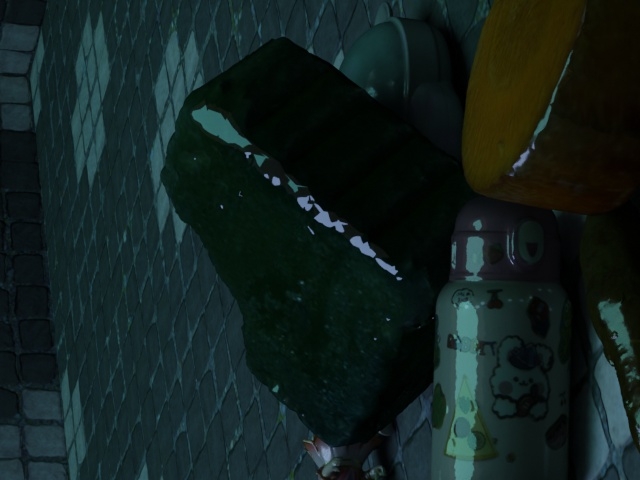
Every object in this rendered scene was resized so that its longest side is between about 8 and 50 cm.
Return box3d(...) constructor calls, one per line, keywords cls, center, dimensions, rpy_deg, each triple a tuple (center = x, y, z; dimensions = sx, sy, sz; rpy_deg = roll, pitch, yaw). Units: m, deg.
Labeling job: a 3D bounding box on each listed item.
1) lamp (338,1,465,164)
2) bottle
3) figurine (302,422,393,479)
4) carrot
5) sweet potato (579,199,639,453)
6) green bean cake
box3d(cls="lamp", center=(0.073, -0.122, 1.855), dimensions=(0.246, 0.108, 0.179), rpy_deg=(-117, 29, -55))
box3d(cls="bottle", center=(0.153, 0.087, 1.573), dimensions=(0.120, 0.120, 0.253), rpy_deg=(-178, 89, -72))
box3d(cls="figurine", center=(0.035, 0.278, 1.961), dimensions=(0.102, 0.111, 0.195), rpy_deg=(-34, 51, 46))
box3d(cls="carrot", center=(0.202, -0.168, 1.456), dimensions=(0.258, 0.100, 0.307), rpy_deg=(138, 148, -57))
box3d(cls="sweet potato", center=(0.234, 0.058, 1.420), dimensions=(0.067, 0.067, 0.273), rpy_deg=(118, 152, -53))
box3d(cls="green bean cake", center=(0.000, 0.000, 1.769), dimensions=(0.308, 0.169, 0.300), rpy_deg=(40, 143, 14))
